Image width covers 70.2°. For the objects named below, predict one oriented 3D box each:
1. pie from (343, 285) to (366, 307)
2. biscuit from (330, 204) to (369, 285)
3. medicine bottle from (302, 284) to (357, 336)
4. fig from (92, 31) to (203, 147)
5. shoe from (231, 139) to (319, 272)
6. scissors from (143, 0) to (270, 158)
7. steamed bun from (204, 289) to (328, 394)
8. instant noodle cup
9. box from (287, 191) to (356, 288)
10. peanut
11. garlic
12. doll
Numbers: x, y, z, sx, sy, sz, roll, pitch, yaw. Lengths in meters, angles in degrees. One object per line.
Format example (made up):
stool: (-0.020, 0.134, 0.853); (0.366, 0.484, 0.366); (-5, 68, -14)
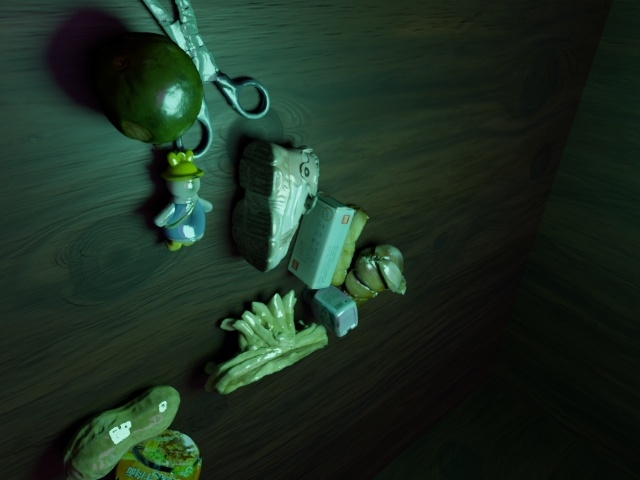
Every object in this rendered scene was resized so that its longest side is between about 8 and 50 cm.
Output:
pie: (0.132, 0.226, 1.733); (0.191, 0.033, 0.088); (23, 102, -50)
biscuit: (0.068, 0.021, 1.525); (0.154, 0.045, 0.299); (1, 115, -46)
medicine bottle: (0.029, 0.216, 1.501); (0.094, 0.188, 0.119); (-31, 134, -27)
fig: (-0.320, -0.269, 0.868); (0.195, 0.195, 0.245); (-43, 172, -15)
shoe: (-0.100, -0.085, 1.191); (0.198, 0.171, 0.351); (-14, 126, -42)
scissors: (-0.262, -0.373, 0.951); (0.256, 0.029, 0.384); (-40, 138, -16)
steamed bun: (-0.163, 0.294, 1.399); (0.427, 0.189, 0.247); (-18, 157, -33)
instant noodle cup: (-0.465, 0.700, 1.320); (0.230, 0.230, 0.182); (-18, 136, -36)
box: (0.000, 0.000, 1.373); (0.079, 0.135, 0.270); (-2, 116, -44)
peanut: (-0.514, 0.495, 1.193); (0.313, 0.149, 0.149); (-25, 131, -32)
garlic: (0.192, 0.104, 1.622); (0.191, 0.214, 0.160); (54, 43, -24)
doll: (-0.312, -0.087, 1.038); (0.135, 0.099, 0.241); (-3, 118, -18)
